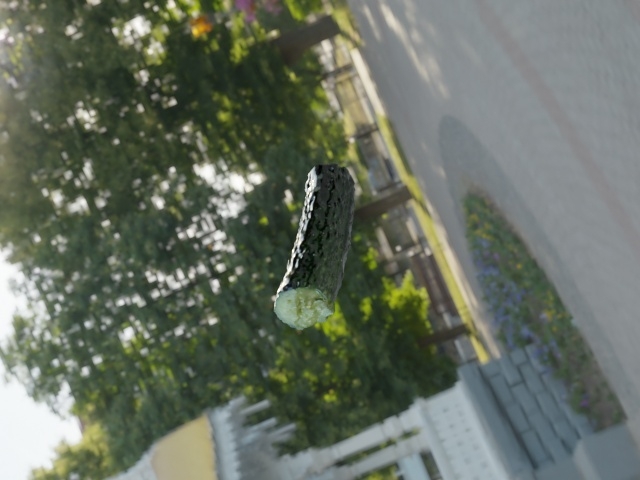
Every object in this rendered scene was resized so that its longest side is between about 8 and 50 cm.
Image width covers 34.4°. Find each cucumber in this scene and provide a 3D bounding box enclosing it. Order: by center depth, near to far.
[{"bbox_3d":[0.000,0.001,0.974,0.187,0.058,0.058,-77,-30,-46],"label":"cucumber"}]
